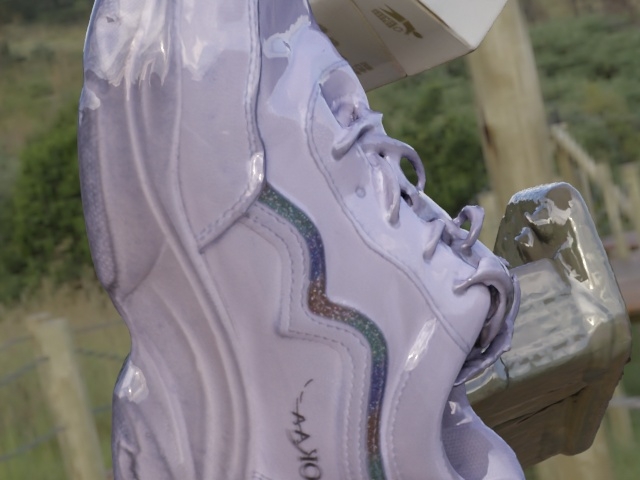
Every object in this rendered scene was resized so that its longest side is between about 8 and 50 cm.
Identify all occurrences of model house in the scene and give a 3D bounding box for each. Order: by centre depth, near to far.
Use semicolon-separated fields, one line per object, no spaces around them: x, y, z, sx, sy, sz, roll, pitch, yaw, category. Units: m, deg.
0.079;0.087;0.881;0.188;0.122;0.229;-30;-27;-22;model house

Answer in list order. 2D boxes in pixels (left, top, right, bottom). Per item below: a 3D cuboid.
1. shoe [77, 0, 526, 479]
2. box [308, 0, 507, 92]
0.000;0.000;0.500;0.137;0.245;0.095;-1;16;5;shoe
0.037;-0.150;0.776;0.155;0.067;0.243;-58;17;-14;box
